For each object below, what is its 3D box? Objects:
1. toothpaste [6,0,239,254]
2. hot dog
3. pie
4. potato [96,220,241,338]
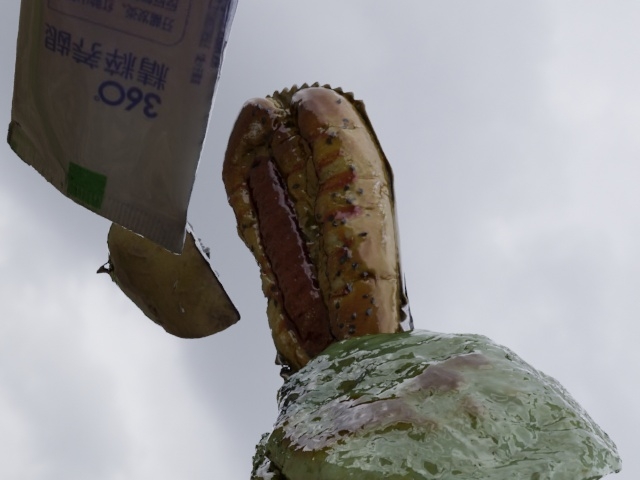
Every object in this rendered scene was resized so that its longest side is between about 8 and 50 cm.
[{"bbox_3d":[-0.044,-0.134,0.436,0.075,0.048,0.301,14,-59,-7],"label":"toothpaste"},{"bbox_3d":[0.000,0.000,1.012,0.131,0.069,0.253,-33,-122,30],"label":"hot dog"},{"bbox_3d":[0.050,0.104,0.798,0.248,0.201,0.090,-121,-162,-77],"label":"pie"},{"bbox_3d":[-0.138,0.019,1.191,0.101,0.089,0.172,60,-2,-32],"label":"potato"}]
